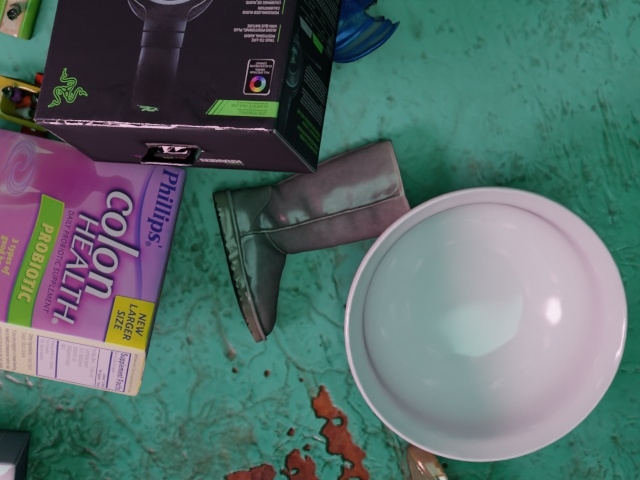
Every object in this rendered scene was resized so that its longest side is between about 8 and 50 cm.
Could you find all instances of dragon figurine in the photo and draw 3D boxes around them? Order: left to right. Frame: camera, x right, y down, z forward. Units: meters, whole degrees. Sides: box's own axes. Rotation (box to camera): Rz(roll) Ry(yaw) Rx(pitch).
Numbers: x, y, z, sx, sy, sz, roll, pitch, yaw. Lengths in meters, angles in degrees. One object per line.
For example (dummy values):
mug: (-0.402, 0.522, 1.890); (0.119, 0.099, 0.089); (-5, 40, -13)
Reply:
dragon figurine: (0.030, -0.236, 1.331); (0.289, 0.085, 0.144); (-24, 102, 2)

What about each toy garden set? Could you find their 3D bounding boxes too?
toy garden set: (-0.357, -0.230, 1.325); (0.244, 0.049, 0.204); (17, 99, -7)

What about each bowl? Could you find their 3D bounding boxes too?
bowl: (0.167, 0.076, 1.373); (0.297, 0.134, 0.298); (-1, 102, -5)

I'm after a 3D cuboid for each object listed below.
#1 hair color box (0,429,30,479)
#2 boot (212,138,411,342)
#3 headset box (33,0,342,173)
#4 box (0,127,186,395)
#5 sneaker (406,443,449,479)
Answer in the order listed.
hair color box: (-0.517, 0.291, 1.382); (0.374, 0.113, 0.185); (7, 100, -6)
boot: (0.001, 0.001, 1.390); (0.208, 0.076, 0.190); (-13, 104, -8)
headset box: (-0.118, -0.201, 1.218); (0.246, 0.131, 0.283); (5, 77, 18)
box: (-0.277, 0.018, 1.290); (0.243, 0.117, 0.214); (13, 60, -7)
sneaker: (0.124, 0.325, 1.454); (0.086, 0.064, 0.192); (-28, 104, -3)
